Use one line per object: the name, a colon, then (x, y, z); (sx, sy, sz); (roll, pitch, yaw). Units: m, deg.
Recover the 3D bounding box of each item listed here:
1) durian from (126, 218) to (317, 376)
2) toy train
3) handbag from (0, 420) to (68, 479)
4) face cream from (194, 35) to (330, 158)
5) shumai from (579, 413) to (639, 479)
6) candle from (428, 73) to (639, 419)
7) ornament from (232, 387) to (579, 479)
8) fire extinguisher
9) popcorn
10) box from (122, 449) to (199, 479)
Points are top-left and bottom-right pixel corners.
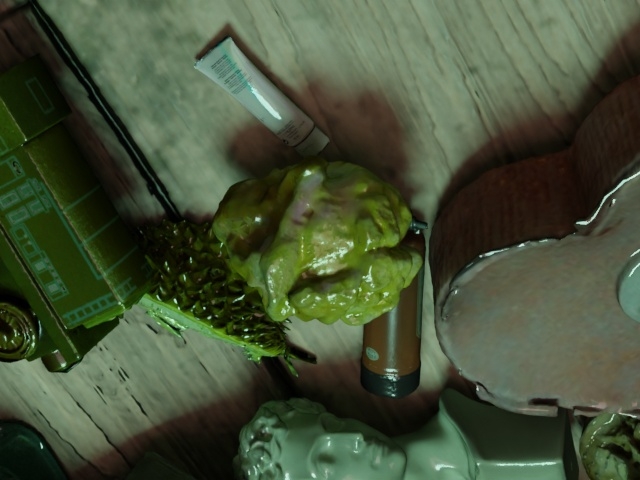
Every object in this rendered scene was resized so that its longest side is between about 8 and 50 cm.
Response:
durian: (-0.084, 0.044, 1.206); (0.215, 0.086, 0.100); (27, 150, -12)
toy train: (-0.214, -0.013, 1.122); (0.137, 0.090, 0.225); (-25, 102, 26)
handbag: (-0.288, 0.322, 1.341); (0.238, 0.089, 0.326); (-20, 120, 9)
face cream: (-0.041, -0.103, 1.137); (0.038, 0.020, 0.115); (-37, 115, 28)
shumai: (0.283, 0.184, 1.253); (0.145, 0.116, 0.146); (-1, 121, -2)
candle: (0.256, 0.013, 1.154); (0.287, 0.131, 0.317); (37, 123, -27)
ornament: (0.071, 0.187, 1.250); (0.285, 0.120, 0.130); (0, 121, -3)
fire extinguisher: (0.054, 0.038, 1.207); (0.062, 0.050, 0.177); (16, 123, 27)
popcorn: (0.000, 0.000, 1.122); (0.126, 0.145, 0.126); (19, 102, -51)
box: (-0.092, 0.316, 1.256); (0.149, 0.155, 0.231); (-46, 124, -18)
